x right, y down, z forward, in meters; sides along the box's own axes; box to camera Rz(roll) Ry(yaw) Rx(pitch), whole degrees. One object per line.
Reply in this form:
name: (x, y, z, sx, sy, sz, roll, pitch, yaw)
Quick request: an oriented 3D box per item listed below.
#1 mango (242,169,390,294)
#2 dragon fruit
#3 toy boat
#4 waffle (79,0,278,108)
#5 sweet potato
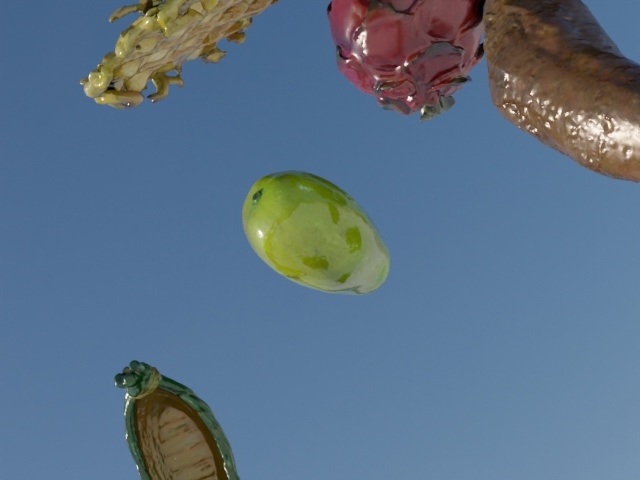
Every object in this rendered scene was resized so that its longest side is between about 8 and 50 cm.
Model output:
mango: (-0.006, -0.003, 1.092, 0.089, 0.117, 0.163, -59, -23, -6)
dragon fruit: (0.104, -0.272, 1.479, 0.193, 0.274, 0.192, -3, 2, -5)
toy boat: (-0.119, 0.207, 1.133, 0.089, 0.229, 0.088, -22, 5, 11)
waffle: (-0.116, -0.225, 1.296, 0.280, 0.060, 0.262, -39, -3, 4)
sweet potato: (0.183, -0.120, 0.932, 0.114, 0.341, 0.092, -34, -50, 1)
